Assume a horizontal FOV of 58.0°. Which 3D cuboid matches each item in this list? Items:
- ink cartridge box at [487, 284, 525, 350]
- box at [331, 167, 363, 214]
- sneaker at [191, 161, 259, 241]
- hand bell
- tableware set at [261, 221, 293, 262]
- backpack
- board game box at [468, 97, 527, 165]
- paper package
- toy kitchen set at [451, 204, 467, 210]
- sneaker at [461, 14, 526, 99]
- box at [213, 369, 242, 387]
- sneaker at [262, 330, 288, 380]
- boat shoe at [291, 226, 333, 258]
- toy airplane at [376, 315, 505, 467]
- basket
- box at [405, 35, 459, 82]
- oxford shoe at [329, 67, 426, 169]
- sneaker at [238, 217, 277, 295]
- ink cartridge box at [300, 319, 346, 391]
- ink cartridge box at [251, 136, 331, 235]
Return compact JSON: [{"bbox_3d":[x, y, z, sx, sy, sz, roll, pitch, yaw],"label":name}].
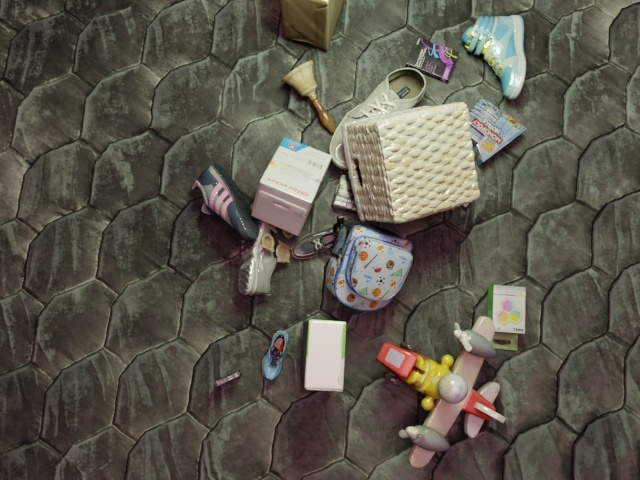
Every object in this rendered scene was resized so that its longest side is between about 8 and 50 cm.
[{"bbox_3d":[0.610,0.254,1.902,0.109,0.062,0.209,5,82,-2],"label":"ink cartridge box"},{"bbox_3d":[0.151,-0.177,1.955,0.190,0.045,0.184,15,79,1],"label":"box"},{"bbox_3d":[-0.310,-0.100,1.873,0.131,0.112,0.319,-39,61,14],"label":"sneaker"},{"bbox_3d":[-0.017,-0.474,1.973,0.126,0.126,0.242,-32,96,-6],"label":"hand bell"},{"bbox_3d":[-0.138,-0.014,1.884,0.020,0.141,0.169,-11,61,39],"label":"tableware set"},{"bbox_3d":[0.149,0.091,1.824,0.276,0.213,0.263,17,103,-16],"label":"backpack"},{"bbox_3d":[0.570,-0.365,1.991,0.194,0.060,0.194,39,81,3],"label":"board game box"},{"bbox_3d":[-0.005,-0.856,1.911,0.168,0.309,0.325,16,81,4],"label":"paper package"},{"bbox_3d":[0.461,-0.143,1.946,0.083,0.075,0.068,44,84,7],"label":"toy kitchen set"},{"bbox_3d":[0.591,-0.636,2.000,0.208,0.127,0.319,4,72,-4],"label":"sneaker"},{"bbox_3d":[-0.294,0.438,1.837,0.083,0.067,0.018,-24,84,-6],"label":"box"},{"bbox_3d":[-0.149,0.368,1.850,0.063,0.073,0.162,14,82,-1],"label":"sneaker"},{"bbox_3d":[0.000,0.000,1.912,0.206,0.065,0.075,-23,84,-5],"label":"boat shoe"},{"bbox_3d":[0.397,0.458,1.759,0.384,0.272,0.386,-14,82,-5],"label":"toy airplane"},{"bbox_3d":[0.283,-0.239,1.790,0.331,0.266,0.328,-16,102,-18],"label":"basket"},{"bbox_3d":[0.395,-0.638,2.038,0.162,0.029,0.116,21,82,2],"label":"box"},{"bbox_3d":[0.193,-0.422,1.935,0.169,0.130,0.449,43,79,4],"label":"oxford shoe"},{"bbox_3d":[-0.195,0.050,1.899,0.115,0.105,0.281,19,74,-35],"label":"sneaker"},{"bbox_3d":[0.004,0.342,1.760,0.115,0.273,0.198,4,82,-4],"label":"ink cartridge box"},{"bbox_3d":[-0.091,-0.172,1.835,0.171,0.168,0.233,23,49,1],"label":"ink cartridge box"}]
